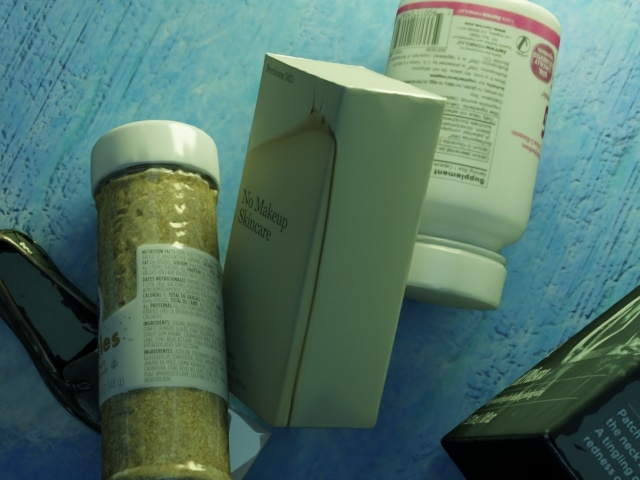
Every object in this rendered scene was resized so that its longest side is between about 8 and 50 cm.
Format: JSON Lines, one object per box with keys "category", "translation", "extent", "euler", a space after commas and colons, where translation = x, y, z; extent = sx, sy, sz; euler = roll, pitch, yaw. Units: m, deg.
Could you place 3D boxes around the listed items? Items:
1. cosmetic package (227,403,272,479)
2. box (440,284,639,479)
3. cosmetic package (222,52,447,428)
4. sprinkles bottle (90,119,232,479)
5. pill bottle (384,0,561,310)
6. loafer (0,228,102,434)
{"category": "cosmetic package", "translation": [-0.136, 0.263, 1.593], "extent": [0.060, 0.099, 0.239], "euler": [33, 81, 1]}
{"category": "box", "translation": [0.401, 0.142, 1.468], "extent": [0.472, 0.480, 0.297], "euler": [-35, 87, -9]}
{"category": "cosmetic package", "translation": [0.000, 0.000, 1.549], "extent": [0.113, 0.160, 0.309], "euler": [4, 103, -30]}
{"category": "sprinkles bottle", "translation": [-0.144, 0.070, 1.548], "extent": [0.121, 0.121, 0.355], "euler": [-2, 64, -6]}
{"category": "pill bottle", "translation": [0.128, -0.084, 1.627], "extent": [0.160, 0.160, 0.283], "euler": [12, 83, -4]}
{"category": "loafer", "translation": [-0.232, 0.097, 1.608], "extent": [0.096, 0.084, 0.267], "euler": [-44, 89, -9]}
